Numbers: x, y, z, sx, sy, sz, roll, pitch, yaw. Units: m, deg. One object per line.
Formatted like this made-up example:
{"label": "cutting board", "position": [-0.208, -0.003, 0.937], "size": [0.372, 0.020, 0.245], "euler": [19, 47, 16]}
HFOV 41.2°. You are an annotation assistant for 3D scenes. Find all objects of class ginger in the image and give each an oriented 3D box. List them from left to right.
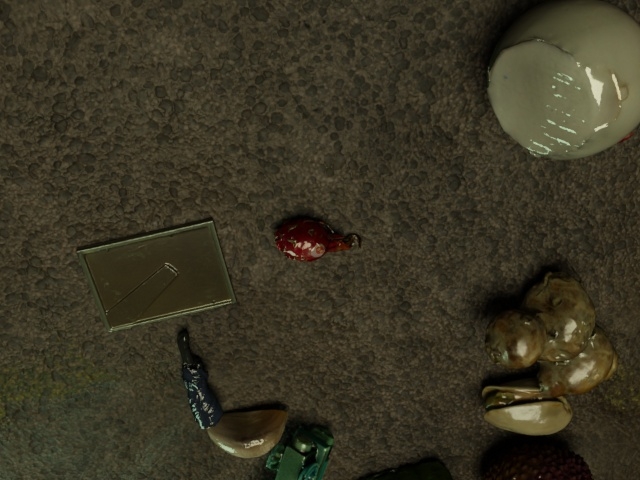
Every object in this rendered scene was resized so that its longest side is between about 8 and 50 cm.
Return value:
{"label": "ginger", "position": [0.535, 0.228, 1.898], "size": [0.375, 0.176, 0.256], "euler": [37, 85, -34]}

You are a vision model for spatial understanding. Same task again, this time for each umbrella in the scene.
{"label": "umbrella", "position": [-0.279, 0.309, 1.908], "size": [0.070, 0.071, 0.248], "euler": [-15, 111, 1]}

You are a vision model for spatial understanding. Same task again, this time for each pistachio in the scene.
{"label": "pistachio", "position": [0.486, 0.391, 2.001], "size": [0.215, 0.144, 0.144], "euler": [5, 117, -2]}

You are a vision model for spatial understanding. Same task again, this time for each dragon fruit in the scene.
{"label": "dragon fruit", "position": [0.000, 0.000, 1.764], "size": [0.190, 0.094, 0.094], "euler": [3, 117, -14]}

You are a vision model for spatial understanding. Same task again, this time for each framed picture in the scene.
{"label": "framed picture", "position": [-0.341, 0.076, 1.798], "size": [0.289, 0.016, 0.213], "euler": [-13, 118, 0]}

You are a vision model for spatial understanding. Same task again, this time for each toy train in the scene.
{"label": "toy train", "position": [-0.055, 0.578, 2.010], "size": [0.120, 0.194, 0.298], "euler": [27, 109, 26]}

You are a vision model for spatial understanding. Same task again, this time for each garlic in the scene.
{"label": "garlic", "position": [-0.169, 0.449, 1.962], "size": [0.195, 0.101, 0.087], "euler": [-8, 146, 6]}

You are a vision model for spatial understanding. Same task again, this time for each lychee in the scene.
{"label": "lychee", "position": [0.534, 0.600, 2.063], "size": [0.271, 0.271, 0.271], "euler": [-3, 117, -6]}

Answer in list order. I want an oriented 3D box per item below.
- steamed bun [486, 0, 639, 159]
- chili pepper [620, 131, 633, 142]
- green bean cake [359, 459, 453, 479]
{"label": "steamed bun", "position": [0.481, -0.310, 1.572], "size": [0.309, 0.309, 0.309], "euler": [-3, 117, -6]}
{"label": "chili pepper", "position": [0.579, -0.250, 1.717], "size": [0.123, 0.070, 0.073], "euler": [34, 92, -19]}
{"label": "green bean cake", "position": [0.209, 0.742, 2.099], "size": [0.335, 0.218, 0.319], "euler": [-22, 117, 2]}
